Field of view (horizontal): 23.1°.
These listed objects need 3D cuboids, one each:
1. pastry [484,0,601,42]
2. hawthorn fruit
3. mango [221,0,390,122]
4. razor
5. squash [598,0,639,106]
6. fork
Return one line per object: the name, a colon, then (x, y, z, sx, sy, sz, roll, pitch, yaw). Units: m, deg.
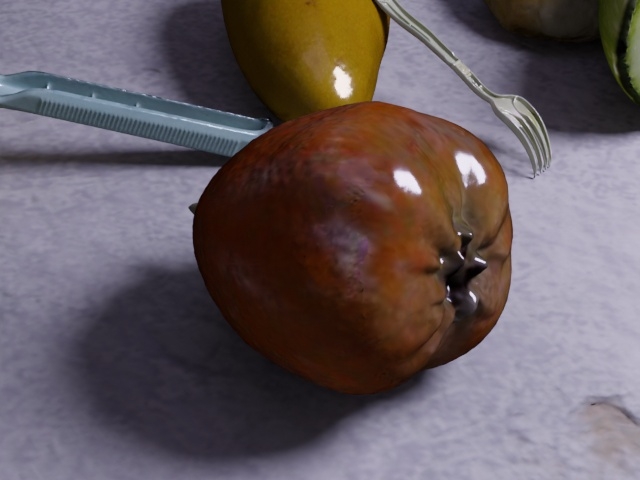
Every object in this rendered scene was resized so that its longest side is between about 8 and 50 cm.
pastry: (0.212, -0.234, 1.402, 0.153, 0.081, 0.153, -3, 32, 2)
hawthorn fruit: (0.000, 0.000, 1.025, 0.251, 0.199, 0.199, 9, 34, 40)
mango: (-0.007, -0.176, 1.289, 0.138, 0.113, 0.253, -4, 42, -13)
razor: (-0.167, -0.105, 1.182, 0.277, 0.056, 0.111, 17, 42, -22)
squash: (0.345, -0.230, 1.281, 0.210, 0.234, 0.309, 11, 38, 15)
fork: (0.110, -0.142, 1.243, 0.034, 0.028, 0.219, -34, 78, -34)
